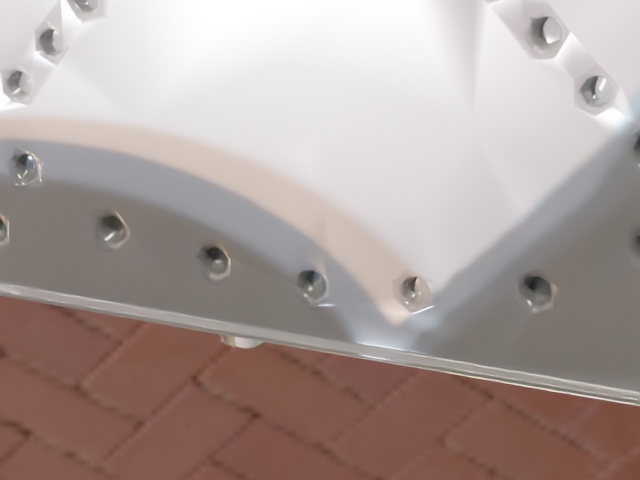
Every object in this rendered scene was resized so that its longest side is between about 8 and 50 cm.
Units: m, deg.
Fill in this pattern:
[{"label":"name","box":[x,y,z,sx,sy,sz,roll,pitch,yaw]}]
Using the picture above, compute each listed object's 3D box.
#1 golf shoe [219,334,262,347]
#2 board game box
[{"label":"golf shoe","box":[0.000,0.000,1.210,0.086,0.186,0.067,18,138,20]},{"label":"board game box","box":[0.001,-0.156,0.605,0.390,0.050,0.390,8,111,29]}]
